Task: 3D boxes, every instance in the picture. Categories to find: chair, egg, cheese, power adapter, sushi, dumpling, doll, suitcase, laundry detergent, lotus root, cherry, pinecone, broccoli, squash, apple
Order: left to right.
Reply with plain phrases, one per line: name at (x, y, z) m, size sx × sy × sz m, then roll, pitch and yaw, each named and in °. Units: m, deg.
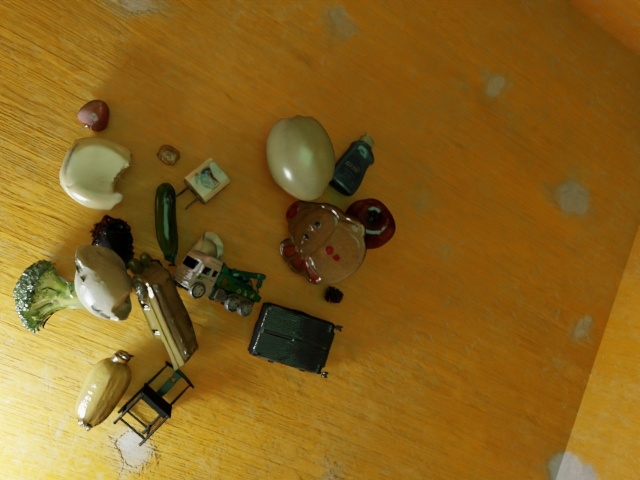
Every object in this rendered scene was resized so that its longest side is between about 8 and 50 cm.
broccoli at (-0.889, 0.171, 1.696) m, size 0.361 × 0.221 × 0.252 m, roll -16°, pitch 99°, yaw -28°
cherry at (-0.853, -0.472, 1.782) m, size 0.106 × 0.087 × 0.126 m, roll 10°, pitch 88°, yaw -21°
cheese at (-0.823, -0.252, 1.762) m, size 0.233 × 0.127 × 0.266 m, roll 22°, pitch 82°, yaw -16°
lotus root at (-0.791, 0.541, 1.736) m, size 0.146 × 0.130 × 0.303 m, roll 33°, pitch 78°, yaw -37°
dumpling at (-0.731, 0.136, 1.645) m, size 0.175 × 0.227 × 0.244 m, roll 11°, pitch 115°, yaw 5°
sushi at (-0.773, -0.008, 1.756) m, size 0.153 × 0.150 × 0.172 m, roll 4°, pitch 126°, yaw -28°
doll at (-0.640, 0.145, 1.788) m, size 0.137 × 0.097 × 0.210 m, roll -45°, pitch 131°, yaw -27°
chair at (-0.622, 0.610, 1.786) m, size 0.260 × 0.141 × 0.154 m, roll -46°, pitch 101°, yaw -12°
squash at (-0.601, -0.062, 1.849) m, size 0.087 × 0.087 × 0.332 m, roll -4°, pitch 90°, yaw -18°
power adapter at (-0.476, -0.210, 1.872) m, size 0.205 × 0.125 × 0.130 m, roll -44°, pitch 102°, yaw -15°
dumpling at (-0.457, 0.059, 1.884) m, size 0.127 × 0.108 × 0.188 m, roll 44°, pitch 60°, yaw -37°
suitcase at (-0.109, 0.402, 1.949) m, size 0.334 × 0.152 × 0.230 m, roll 20°, pitch 81°, yaw -16°
egg at (-0.079, -0.323, 1.923) m, size 0.278 × 0.278 × 0.336 m, roll -8°, pitch 87°, yaw -18°
pinecone at (0.059, 0.237, 2.050) m, size 0.077 × 0.083 × 0.077 m, roll -22°, pitch 117°, yaw -56°
laundry detergent at (0.154, -0.345, 2.097) m, size 0.143 × 0.094 × 0.290 m, roll 34°, pitch 78°, yaw -10°
apple at (0.201, -0.070, 2.035) m, size 0.233 × 0.234 × 0.234 m, roll 1°, pitch 87°, yaw -18°

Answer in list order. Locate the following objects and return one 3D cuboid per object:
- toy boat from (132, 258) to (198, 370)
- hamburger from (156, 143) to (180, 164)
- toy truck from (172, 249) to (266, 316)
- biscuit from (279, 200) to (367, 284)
toy boat at (-0.579, 0.292, 1.753) m, size 0.136 × 0.162 × 0.446 m, roll -54°, pitch 136°, yaw -54°
hamburger at (-0.603, -0.341, 1.880) m, size 0.083 × 0.044 × 0.076 m, roll 26°, pitch 81°, yaw -18°
toy truck at (-0.378, 0.164, 1.822) m, size 0.363 × 0.176 × 0.178 m, roll 27°, pitch 83°, yaw -42°
biscuit at (0.000, 0.000, 1.955) m, size 0.381 × 0.074 × 0.359 m, roll 45°, pitch 105°, yaw 1°
